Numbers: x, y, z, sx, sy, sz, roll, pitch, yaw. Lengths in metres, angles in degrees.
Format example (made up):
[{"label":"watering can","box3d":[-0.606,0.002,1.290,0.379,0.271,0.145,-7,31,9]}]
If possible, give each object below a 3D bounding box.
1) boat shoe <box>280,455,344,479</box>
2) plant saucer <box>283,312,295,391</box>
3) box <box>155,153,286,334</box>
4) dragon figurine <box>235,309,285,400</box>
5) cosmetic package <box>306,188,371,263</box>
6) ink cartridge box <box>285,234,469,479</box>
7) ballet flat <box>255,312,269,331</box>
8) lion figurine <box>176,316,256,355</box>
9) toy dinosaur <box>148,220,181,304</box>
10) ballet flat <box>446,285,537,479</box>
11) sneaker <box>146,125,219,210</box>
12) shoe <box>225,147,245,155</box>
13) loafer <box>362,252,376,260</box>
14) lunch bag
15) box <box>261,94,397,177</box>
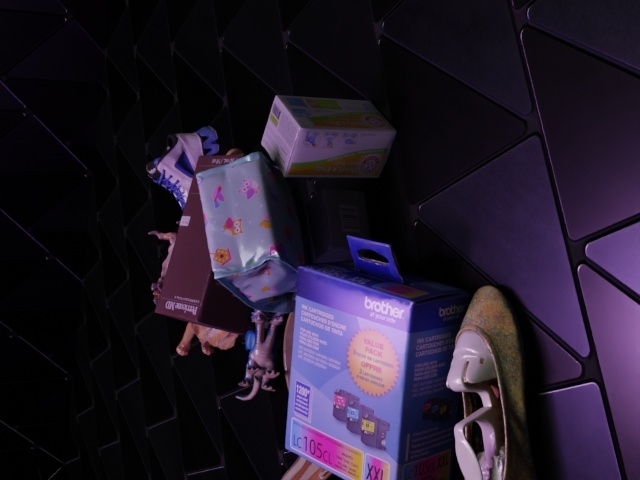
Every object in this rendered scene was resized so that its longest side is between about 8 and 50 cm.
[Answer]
[{"label":"boat shoe","box3d":[0.002,0.486,1.750,0.120,0.122,0.324,55,138,41]},{"label":"plant saucer","box3d":[-0.002,0.250,1.826,0.278,0.041,0.278,3,94,63]},{"label":"box","box3d":[-0.223,0.004,1.986,0.191,0.143,0.381,4,78,50]},{"label":"dragon figurine","box3d":[-0.132,0.256,1.995,0.289,0.085,0.144,106,172,-56]},{"label":"cosmetic package","box3d":[0.000,0.000,1.741,0.238,0.107,0.127,-37,56,53]},{"label":"ink cartridge box","box3d":[0.089,0.191,1.474,0.270,0.151,0.396,14,102,45]},{"label":"ballet flat","box3d":[-0.126,0.116,2.047,0.070,0.070,0.188,-40,58,56]},{"label":"lion figurine","box3d":[-0.280,0.138,2.249,0.240,0.142,0.392,-59,37,35]},{"label":"toy dinosaur","box3d":[-0.287,0.044,2.132,0.127,0.295,0.200,-15,93,70]},{"label":"ballet flat","box3d":[0.239,0.239,1.289,0.123,0.123,0.349,-22,72,61]},{"label":"sneaker","box3d":[-0.365,-0.146,2.342,0.127,0.182,0.316,-17,76,63]},{"label":"shoe","box3d":[-0.231,-0.134,2.200,0.058,0.076,0.219,46,133,45]},{"label":"loafer","box3d":[0.060,0.093,1.676,0.062,0.061,0.170,61,141,42]},{"label":"lunch bag","box3d":[-0.097,-0.002,1.614,0.160,0.262,0.223,-19,64,14]},{"label":"box","box3d":[0.016,-0.185,1.593,0.114,0.203,0.103,56,137,42]}]
